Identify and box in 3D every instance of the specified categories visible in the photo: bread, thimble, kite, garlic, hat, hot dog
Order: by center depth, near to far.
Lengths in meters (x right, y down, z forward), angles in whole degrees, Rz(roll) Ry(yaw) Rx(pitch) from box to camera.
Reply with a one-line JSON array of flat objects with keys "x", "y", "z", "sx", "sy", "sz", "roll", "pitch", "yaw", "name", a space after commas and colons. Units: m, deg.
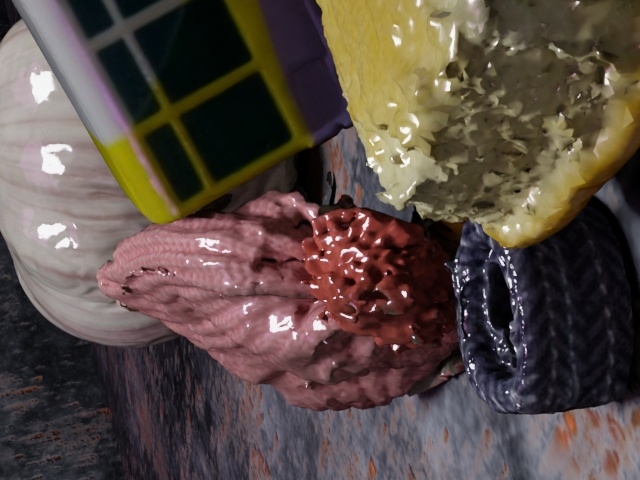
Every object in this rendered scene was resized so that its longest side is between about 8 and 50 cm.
[{"x": 0.066, "y": -0.125, "z": 0.643, "sx": 0.174, "sy": 0.121, "sz": 0.246, "roll": 109, "pitch": 149, "yaw": -55, "name": "bread"}, {"x": 0.107, "y": 0.033, "z": 0.710, "sx": 0.095, "sy": 0.066, "sz": 0.104, "roll": 146, "pitch": 115, "yaw": -72, "name": "thimble"}, {"x": 0.072, "y": -0.015, "z": 0.856, "sx": 0.122, "sy": 0.037, "sz": 0.049, "roll": 112, "pitch": 148, "yaw": -59, "name": "hot dog"}, {"x": 0.001, "y": 0.032, "z": 0.864, "sx": 0.286, "sy": 0.236, "sz": 0.107, "roll": 149, "pitch": 135, "yaw": -68, "name": "hat"}, {"x": 0.000, "y": 0.000, "z": 1.170, "sx": 0.157, "sy": 0.011, "sz": 0.139, "roll": 99, "pitch": 154, "yaw": -50, "name": "kite"}, {"x": -0.141, "y": -0.063, "z": 1.201, "sx": 0.317, "sy": 0.259, "sz": 0.318, "roll": 2, "pitch": -90, "yaw": -71, "name": "garlic"}]

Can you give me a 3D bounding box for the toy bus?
[{"x": -0.119, "y": -0.252, "z": 0.787, "sx": 0.440, "sy": 0.249, "sz": 0.209, "roll": 64, "pitch": 175, "yaw": -33, "name": "toy bus"}]
